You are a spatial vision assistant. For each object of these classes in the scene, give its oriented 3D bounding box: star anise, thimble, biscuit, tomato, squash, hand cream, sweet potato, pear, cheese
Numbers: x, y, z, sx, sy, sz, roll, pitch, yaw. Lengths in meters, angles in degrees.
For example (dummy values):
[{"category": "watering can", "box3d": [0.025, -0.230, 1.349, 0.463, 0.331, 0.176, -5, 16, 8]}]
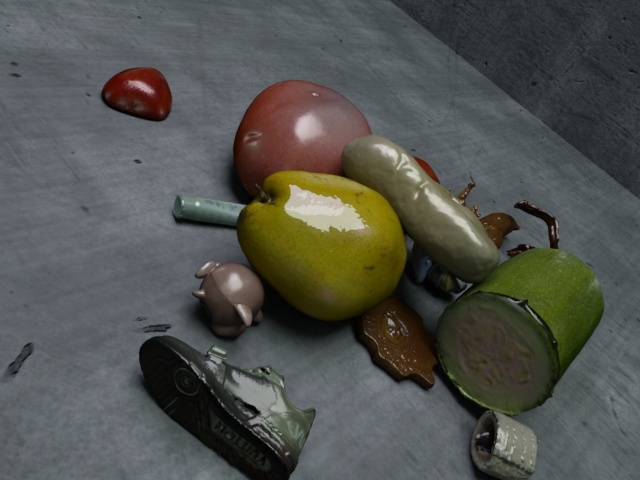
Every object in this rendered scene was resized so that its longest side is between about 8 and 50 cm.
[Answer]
[{"category": "star anise", "box3d": [0.620, 0.047, 1.556, 0.237, 0.148, 0.347, 14, 58, -45]}, {"category": "thimble", "box3d": [0.337, 0.381, 1.016, 0.090, 0.102, 0.115, 27, 20, -7]}, {"category": "biscuit", "box3d": [0.168, 0.216, 1.146, 0.182, 0.034, 0.215, -6, 53, -39]}, {"category": "tomato", "box3d": [-0.446, -0.386, 1.364, 0.166, 0.082, 0.174, 14, 42, -21]}, {"category": "tomato", "box3d": [-0.046, -0.222, 1.300, 0.341, 0.273, 0.342, 20, 37, -16]}, {"category": "squash", "box3d": [0.434, 0.176, 1.184, 0.263, 0.263, 0.384, 46, 36, 19]}, {"category": "hand cream", "box3d": [-0.213, -0.061, 1.184, 0.204, 0.050, 0.078, 7, 37, -36]}, {"category": "sweet potato", "box3d": [0.487, -0.016, 1.596, 0.106, 0.095, 0.354, 45, 39, 13]}, {"category": "pear", "box3d": [0.008, 0.009, 1.051, 0.336, 0.285, 0.285, 14, 35, -53]}, {"category": "cheese", "box3d": [0.215, -0.063, 1.137, 0.350, 0.130, 0.328, 32, 18, -32]}]

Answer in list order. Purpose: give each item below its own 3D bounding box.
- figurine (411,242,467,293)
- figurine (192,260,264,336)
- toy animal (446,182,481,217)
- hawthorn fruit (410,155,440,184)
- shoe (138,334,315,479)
[{"category": "figurine", "box3d": [0.315, 0.038, 1.364, 0.208, 0.128, 0.184, -35, 65, -9]}, {"category": "figurine", "box3d": [-0.161, 0.100, 0.981, 0.138, 0.125, 0.125, 50, 38, 4]}, {"category": "toy animal", "box3d": [0.348, -0.126, 1.642, 0.255, 0.114, 0.117, 12, 73, -18]}, {"category": "hawthorn fruit", "box3d": [0.220, -0.128, 1.454, 0.205, 0.205, 0.253, 43, 28, 15]}, {"category": "shoe", "box3d": [-0.134, 0.233, 0.854, 0.293, 0.109, 0.149, 40, 33, 7]}]
